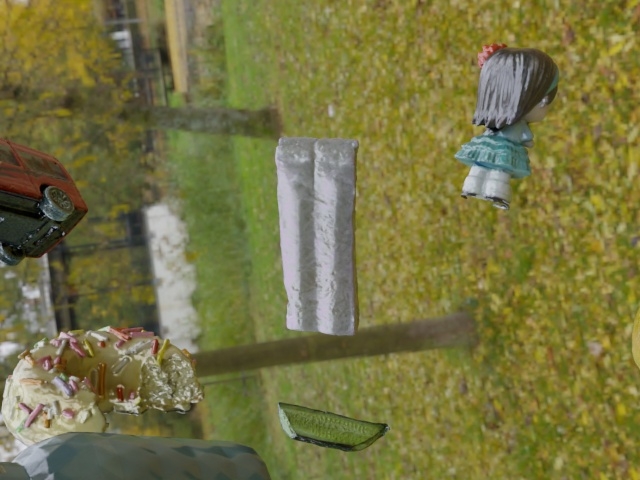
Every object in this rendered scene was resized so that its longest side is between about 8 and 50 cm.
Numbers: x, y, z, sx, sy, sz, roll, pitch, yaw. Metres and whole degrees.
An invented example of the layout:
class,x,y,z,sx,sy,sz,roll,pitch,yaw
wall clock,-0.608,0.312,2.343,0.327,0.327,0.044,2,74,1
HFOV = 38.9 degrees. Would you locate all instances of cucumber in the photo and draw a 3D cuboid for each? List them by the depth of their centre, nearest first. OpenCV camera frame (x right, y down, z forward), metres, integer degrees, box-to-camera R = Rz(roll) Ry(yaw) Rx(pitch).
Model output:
class,x,y,z,sx,sy,sz,roll,pitch,yaw
cucumber,0.023,0.356,1.673,0.070,0.220,0.046,-92,18,-53

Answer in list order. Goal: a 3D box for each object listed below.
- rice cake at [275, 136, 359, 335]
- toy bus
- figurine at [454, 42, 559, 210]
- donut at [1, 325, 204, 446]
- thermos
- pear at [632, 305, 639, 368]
class,x,y,z,sx,sy,sz,roll,pitch,yaw
rice cake,-0.002,0.001,1.193,0.050,0.106,0.298,-80,-10,-55
toy bus,-0.291,-0.044,0.745,0.195,0.081,0.089,17,-142,-57
figurine,0.269,-0.176,1.358,0.110,0.138,0.245,20,-94,-59
donut,-0.420,0.272,1.697,0.371,0.307,0.150,-23,-59,-55
thermos,-0.174,0.229,0.744,0.182,0.286,0.145,-23,61,44
pear,0.344,0.074,0.719,0.178,0.178,0.178,172,90,-79
